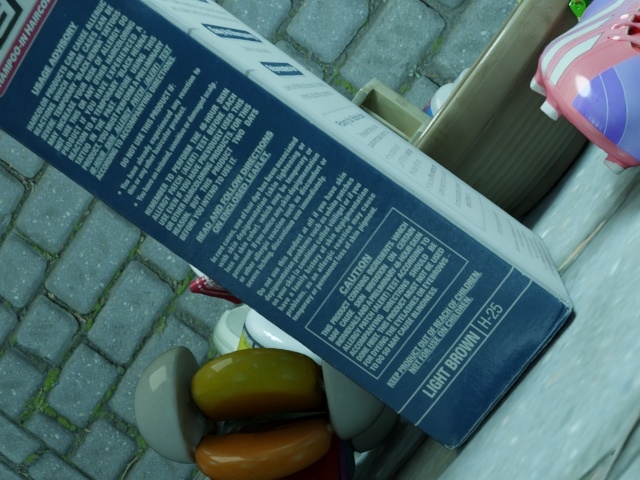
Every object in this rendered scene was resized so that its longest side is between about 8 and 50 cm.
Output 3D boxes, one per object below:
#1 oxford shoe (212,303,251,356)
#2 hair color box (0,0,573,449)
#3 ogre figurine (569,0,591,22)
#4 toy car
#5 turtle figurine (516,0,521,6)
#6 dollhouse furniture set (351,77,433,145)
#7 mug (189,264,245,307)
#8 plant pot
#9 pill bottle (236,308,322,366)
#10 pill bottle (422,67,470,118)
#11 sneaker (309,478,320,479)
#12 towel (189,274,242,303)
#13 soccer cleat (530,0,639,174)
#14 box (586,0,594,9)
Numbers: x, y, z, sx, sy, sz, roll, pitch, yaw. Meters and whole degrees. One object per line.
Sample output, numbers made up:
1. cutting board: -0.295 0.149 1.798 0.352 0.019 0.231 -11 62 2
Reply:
1. oxford shoe: -0.018 0.107 1.064 0.130 0.169 0.449 -52 -5 6
2. hair color box: -0.031 -0.046 0.509 0.105 0.347 0.174 -54 -1 14
3. ogre figurine: 0.314 -0.289 1.088 0.197 0.097 0.118 -65 12 -5
4. toy car: -0.027 0.138 0.576 0.182 0.159 0.136 62 -162 -68
5. turtle figurine: 0.382 -0.408 1.439 0.269 0.087 0.217 -51 -15 6
6. dollhouse furniture set: 0.098 -0.077 0.967 0.129 0.184 0.129 -54 -1 25
7. mug: 0.000 0.000 1.482 0.374 0.276 0.328 -22 -30 12
8. plant pot: 0.157 -0.097 0.729 0.237 0.110 0.237 -54 0 0
9. pill bottle: -0.039 0.154 0.788 0.103 0.103 0.184 -52 -20 -69
10. pill bottle: 0.240 -0.209 1.577 0.124 0.124 0.221 -53 -1 -41
11. sneaker: -0.042 0.200 0.467 0.209 0.094 0.081 -28 0 29
12. towel: -0.028 0.020 1.183 0.275 0.031 0.199 -24 -11 5
13. soccer cleat: 0.193 -0.119 0.522 0.095 0.083 0.248 -49 0 32
14. box: 0.379 -0.326 1.301 0.225 0.036 0.136 -52 -1 -26
